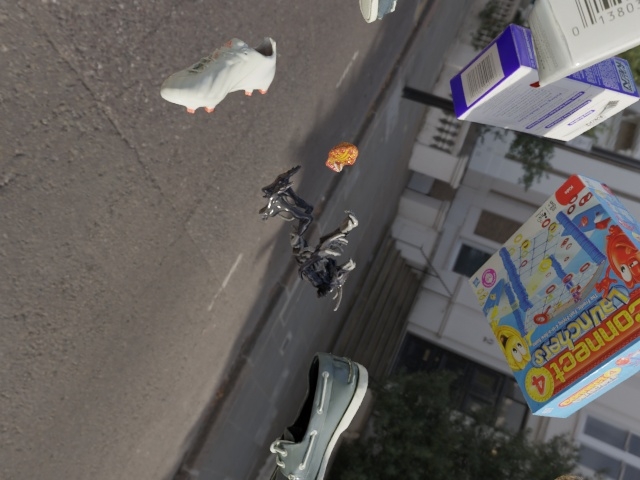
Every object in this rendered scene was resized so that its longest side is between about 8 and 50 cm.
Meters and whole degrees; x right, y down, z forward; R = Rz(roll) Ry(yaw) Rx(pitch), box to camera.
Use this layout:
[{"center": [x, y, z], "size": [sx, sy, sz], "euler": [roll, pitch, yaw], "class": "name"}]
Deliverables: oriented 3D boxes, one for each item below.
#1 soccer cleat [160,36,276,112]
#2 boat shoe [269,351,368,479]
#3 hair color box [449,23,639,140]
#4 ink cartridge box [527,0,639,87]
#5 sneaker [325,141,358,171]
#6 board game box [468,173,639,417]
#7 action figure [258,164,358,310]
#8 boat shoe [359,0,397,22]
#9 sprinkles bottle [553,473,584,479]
[{"center": [-0.127, -0.219, 0.663], "size": [0.196, 0.068, 0.076], "euler": [-37, 152, -49], "class": "soccer cleat"}, {"center": [-0.037, 0.335, 0.869], "size": [0.319, 0.099, 0.116], "euler": [-60, -159, -6], "class": "boat shoe"}, {"center": [0.468, -0.319, 1.089], "size": [0.185, 0.339, 0.110], "euler": [143, -53, -58], "class": "hair color box"}, {"center": [0.404, -0.288, 0.603], "size": [0.091, 0.308, 0.385], "euler": [67, 20, -7], "class": "ink cartridge box"}, {"center": [0.054, -0.220, 1.281], "size": [0.067, 0.064, 0.175], "euler": [-61, -168, -7], "class": "sneaker"}, {"center": [0.436, 0.096, 0.904], "size": [0.308, 0.086, 0.302], "euler": [-56, -148, 35], "class": "board game box"}, {"center": [0.000, 0.000, 0.990], "size": [0.275, 0.141, 0.164], "euler": [57, 18, -20], "class": "action figure"}, {"center": [0.134, -0.544, 1.033], "size": [0.079, 0.095, 0.254], "euler": [-22, 159, -10], "class": "boat shoe"}, {"center": [0.541, 0.531, 0.873], "size": [0.121, 0.121, 0.355], "euler": [-67, -164, -5], "class": "sprinkles bottle"}]
